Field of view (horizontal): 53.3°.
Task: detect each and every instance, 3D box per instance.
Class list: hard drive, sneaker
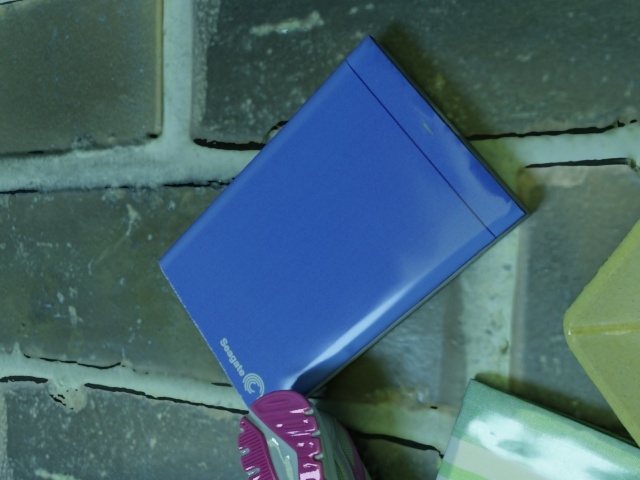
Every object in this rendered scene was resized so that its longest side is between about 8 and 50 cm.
[{"bbox_3d":[0.000,0.000,0.599,0.319,0.040,0.210,-44,71,22],"label":"hard drive"},{"bbox_3d":[0.007,0.256,0.549,0.103,0.111,0.252,-16,71,27],"label":"sneaker"}]

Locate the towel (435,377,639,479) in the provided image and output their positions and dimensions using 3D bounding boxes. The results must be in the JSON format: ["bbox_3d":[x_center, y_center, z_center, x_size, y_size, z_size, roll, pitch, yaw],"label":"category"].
[{"bbox_3d":[0.170,0.296,0.458,0.248,0.038,0.324,16,83,32],"label":"towel"}]

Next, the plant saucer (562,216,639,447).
[{"bbox_3d":[0.306,0.078,0.304,0.332,0.081,0.332,104,147,-49],"label":"plant saucer"}]
